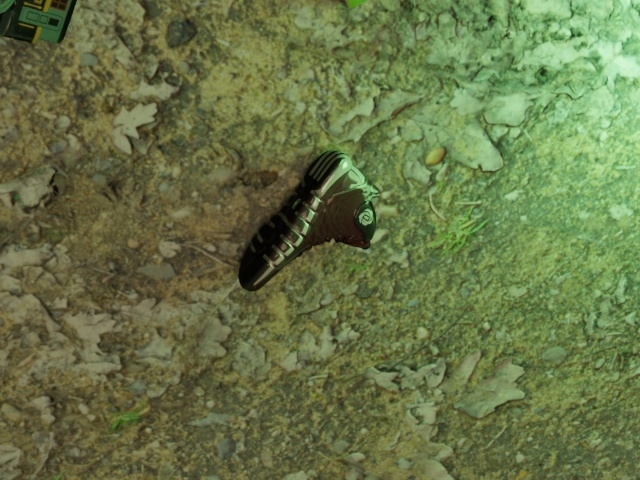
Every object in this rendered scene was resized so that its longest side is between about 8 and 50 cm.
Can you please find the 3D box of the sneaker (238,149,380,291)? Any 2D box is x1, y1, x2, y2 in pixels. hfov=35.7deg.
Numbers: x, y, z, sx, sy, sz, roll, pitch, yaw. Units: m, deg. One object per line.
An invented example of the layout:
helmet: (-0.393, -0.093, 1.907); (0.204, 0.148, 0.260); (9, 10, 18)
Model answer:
sneaker: (0.000, 0.000, 1.667); (0.162, 0.106, 0.281); (35, 99, -28)

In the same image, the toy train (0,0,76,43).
toy train: (-0.398, -0.425, 1.347); (0.190, 0.142, 0.334); (5, 110, -54)

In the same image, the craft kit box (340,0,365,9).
craft kit box: (0.102, -0.516, 1.503); (0.247, 0.061, 0.250); (-27, 117, -6)
